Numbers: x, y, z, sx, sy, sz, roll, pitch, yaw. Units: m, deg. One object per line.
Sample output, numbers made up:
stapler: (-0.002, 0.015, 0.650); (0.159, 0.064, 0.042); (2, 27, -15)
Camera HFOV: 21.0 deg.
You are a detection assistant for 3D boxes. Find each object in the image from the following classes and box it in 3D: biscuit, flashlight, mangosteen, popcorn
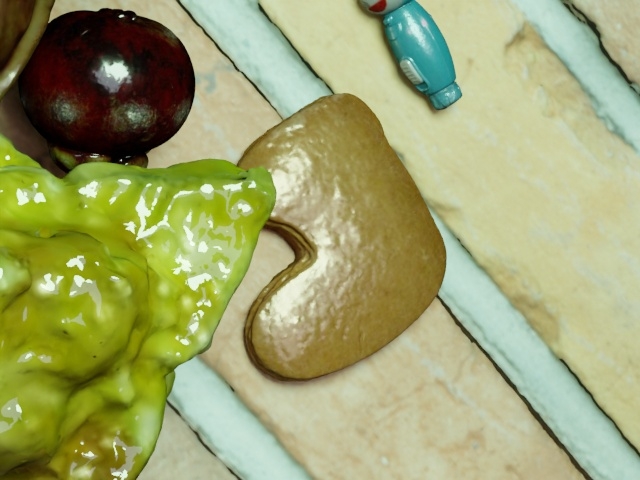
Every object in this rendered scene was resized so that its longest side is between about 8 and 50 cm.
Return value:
biscuit: (0.000, 0.000, 1.330); (0.186, 0.036, 0.192); (-31, 95, -22)
flashlight: (0.075, -0.166, 1.377); (0.051, 0.051, 0.129); (-36, 101, -23)
mangosteen: (-0.153, -0.097, 1.236); (0.140, 0.140, 0.140); (3, 82, -23)
popcorn: (-0.223, 0.038, 1.098); (0.321, 0.290, 0.326); (-47, 126, -37)

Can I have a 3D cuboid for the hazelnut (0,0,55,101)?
hazelnut: (-0.272, -0.153, 1.161); (0.170, 0.160, 0.202); (20, 79, -6)
